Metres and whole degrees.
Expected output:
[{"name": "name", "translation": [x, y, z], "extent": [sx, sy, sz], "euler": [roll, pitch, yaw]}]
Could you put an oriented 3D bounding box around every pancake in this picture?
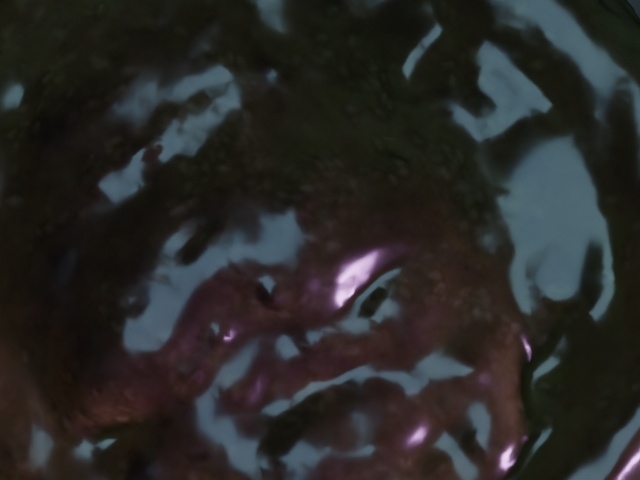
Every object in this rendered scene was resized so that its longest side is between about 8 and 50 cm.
[{"name": "pancake", "translation": [0.000, 0.000, 0.365], "extent": [0.242, 0.050, 0.242], "euler": [0, 88, 6]}]
